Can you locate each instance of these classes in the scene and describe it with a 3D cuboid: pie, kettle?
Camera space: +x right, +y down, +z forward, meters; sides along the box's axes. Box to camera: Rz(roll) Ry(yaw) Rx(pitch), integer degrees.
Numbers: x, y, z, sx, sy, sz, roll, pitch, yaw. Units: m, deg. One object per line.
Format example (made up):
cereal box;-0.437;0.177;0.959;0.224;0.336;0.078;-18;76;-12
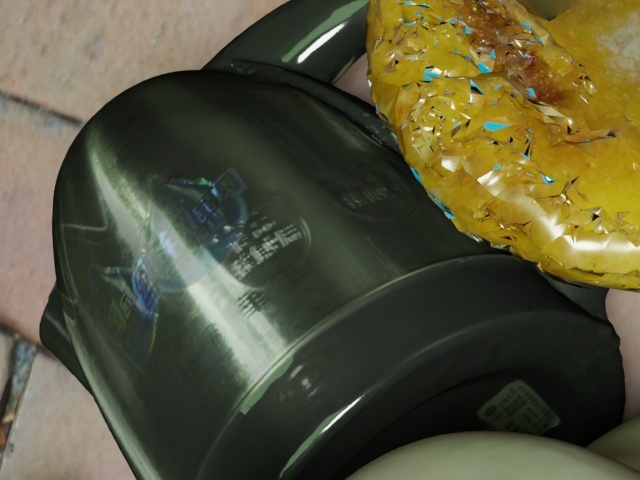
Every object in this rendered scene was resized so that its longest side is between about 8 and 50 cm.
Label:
pie;0.138;-0.087;0.665;0.273;0.273;0.069;60;154;30
kettle;0.000;0.000;0.766;0.321;0.228;0.324;-49;50;8

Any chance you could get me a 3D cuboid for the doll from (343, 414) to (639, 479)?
doll;0.130;0.166;0.561;0.215;0.370;0.226;35;121;40
